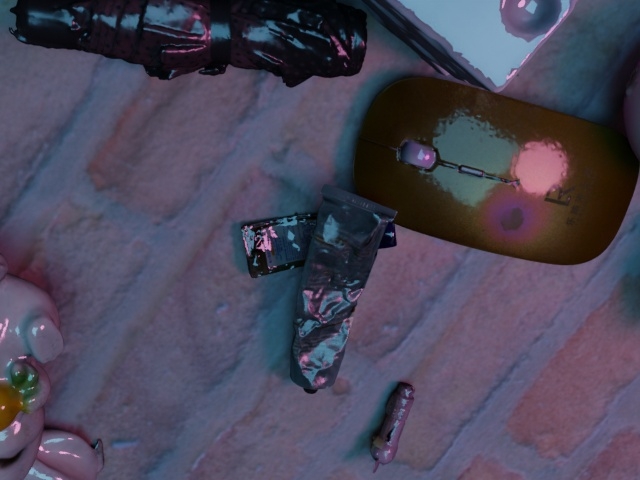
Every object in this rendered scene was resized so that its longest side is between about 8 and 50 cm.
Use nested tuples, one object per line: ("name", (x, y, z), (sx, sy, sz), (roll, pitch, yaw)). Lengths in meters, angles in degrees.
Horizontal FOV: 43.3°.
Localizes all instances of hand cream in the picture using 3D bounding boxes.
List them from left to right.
("hand cream", (0.000, 0.000, 0.864), (0.163, 0.039, 0.062), (-7, 112, 2))
("hand cream", (0.013, 0.064, 0.849), (0.075, 0.052, 0.247), (9, 121, -10))

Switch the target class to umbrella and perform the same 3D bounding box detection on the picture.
("umbrella", (-0.117, -0.193, 0.752), (0.326, 0.090, 0.094), (1, 112, -7))

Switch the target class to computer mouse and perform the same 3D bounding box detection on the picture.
("computer mouse", (0.189, -0.069, 0.843), (0.311, 0.072, 0.158), (14, 105, -11))

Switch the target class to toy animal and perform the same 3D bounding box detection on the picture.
("toy animal", (-0.341, 0.164, 0.819), (0.209, 0.154, 0.325), (-28, 133, -19))

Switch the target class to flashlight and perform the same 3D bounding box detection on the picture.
("flashlight", (0.082, 0.218, 0.949), (0.031, 0.052, 0.110), (22, 101, 23))

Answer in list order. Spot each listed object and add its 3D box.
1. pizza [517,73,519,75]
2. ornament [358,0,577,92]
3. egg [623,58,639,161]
("pizza", (0.182, -0.233, 0.810), (0.099, 0.029, 0.100), (27, 101, -7))
("ornament", (0.109, -0.294, 0.654), (0.239, 0.240, 0.239), (38, 101, -11))
("egg", (0.434, -0.115, 0.785), (0.271, 0.196, 0.196), (30, 103, -1))
